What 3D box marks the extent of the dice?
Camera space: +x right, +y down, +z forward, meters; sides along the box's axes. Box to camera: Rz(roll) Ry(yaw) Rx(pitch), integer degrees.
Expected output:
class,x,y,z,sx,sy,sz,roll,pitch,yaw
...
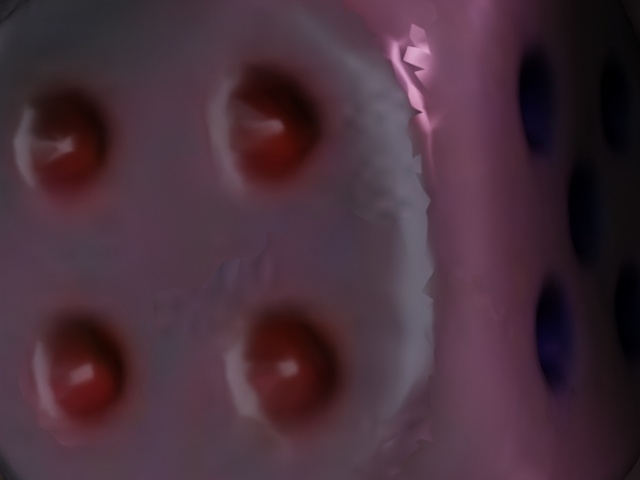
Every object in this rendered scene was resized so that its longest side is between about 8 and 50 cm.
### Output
class,x,y,z,sx,sy,sz,roll,pitch,yaw
dice,0.000,0.000,0.604,0.193,0.194,0.191,-5,92,30
